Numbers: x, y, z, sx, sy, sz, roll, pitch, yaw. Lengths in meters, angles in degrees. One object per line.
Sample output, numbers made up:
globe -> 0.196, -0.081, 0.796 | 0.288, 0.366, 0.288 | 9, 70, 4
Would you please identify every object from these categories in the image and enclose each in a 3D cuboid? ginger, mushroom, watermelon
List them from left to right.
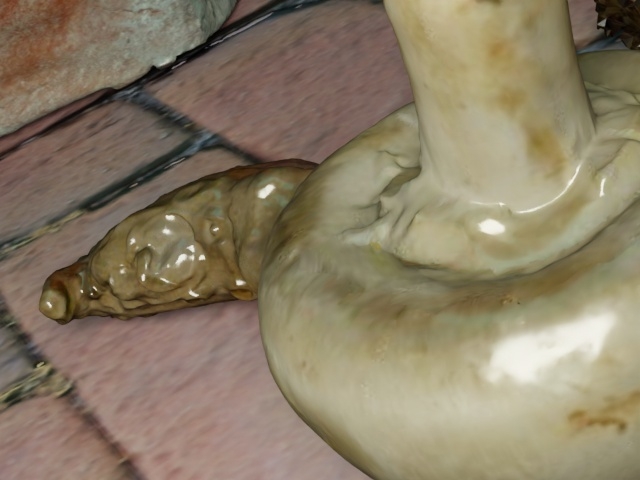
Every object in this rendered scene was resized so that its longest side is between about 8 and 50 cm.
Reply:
watermelon -> -0.171, -0.195, 1.248 | 0.387, 0.258, 0.228 | -61, 32, 24
ginger -> -0.002, 0.001, 0.841 | 0.290, 0.084, 0.122 | -10, 6, 35
mushroom -> 0.068, -0.018, 0.637 | 0.207, 0.215, 0.207 | -14, 33, 9

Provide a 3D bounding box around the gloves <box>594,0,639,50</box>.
gloves -> 0.205, -0.214, 0.944 | 0.135, 0.210, 0.312 | -3, 21, 9
